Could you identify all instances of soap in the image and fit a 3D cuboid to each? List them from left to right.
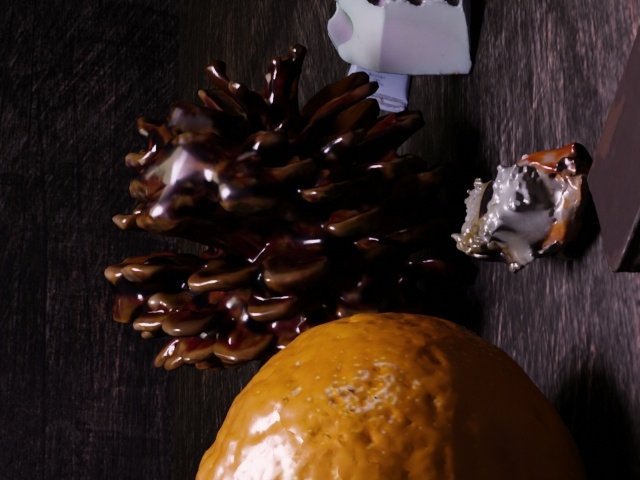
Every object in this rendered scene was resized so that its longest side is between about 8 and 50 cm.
[{"bbox_3d":[0.088,-0.247,2.079,0.230,0.145,0.091,-107,16,-72],"label":"soap"}]

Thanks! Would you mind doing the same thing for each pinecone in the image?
[{"bbox_3d":[-0.033,-0.026,1.968,0.398,0.397,0.398,-174,90,-78],"label":"pinecone"}]

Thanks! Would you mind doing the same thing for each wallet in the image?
[{"bbox_3d":[0.272,-0.130,1.402,0.165,0.042,0.310,-99,20,-55],"label":"wallet"}]

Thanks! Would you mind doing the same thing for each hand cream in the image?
[{"bbox_3d":[0.088,-0.286,2.240,0.055,0.088,0.256,-37,-39,-73],"label":"hand cream"}]

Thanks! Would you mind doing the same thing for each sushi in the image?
[{"bbox_3d":[0.180,-0.020,1.646,0.226,0.103,0.097,134,124,-73],"label":"sushi"}]

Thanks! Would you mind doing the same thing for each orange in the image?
[{"bbox_3d":[0.067,0.234,1.517,0.293,0.340,0.341,25,112,42],"label":"orange"}]
